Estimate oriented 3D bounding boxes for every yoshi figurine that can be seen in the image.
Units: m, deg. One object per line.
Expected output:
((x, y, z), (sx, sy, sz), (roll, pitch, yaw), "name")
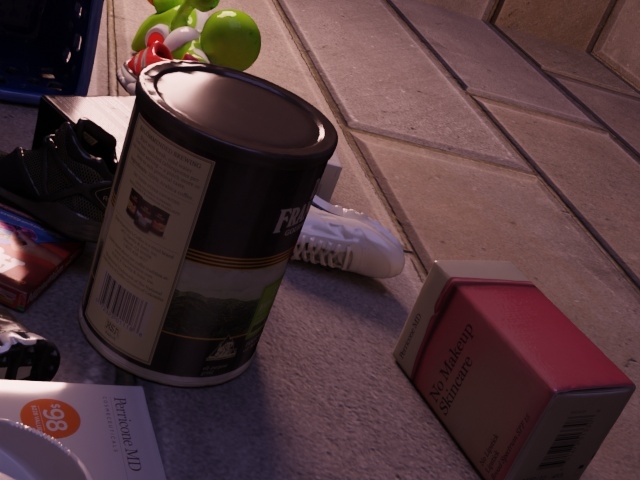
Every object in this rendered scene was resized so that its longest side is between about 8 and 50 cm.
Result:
((-0.209, -0.384, 1.637), (0.203, 0.203, 0.362), (13, 30, -31), "yoshi figurine")

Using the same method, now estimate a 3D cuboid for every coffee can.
((-0.122, -0.018, 0.923), (0.201, 0.275, 0.201), (17, 27, -9), "coffee can")

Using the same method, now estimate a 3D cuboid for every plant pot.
((-0.468, -0.354, 1.349), (0.236, 0.236, 0.212), (6, 25, -28), "plant pot")

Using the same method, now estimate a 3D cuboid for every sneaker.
((-0.224, -0.231, 1.382), (0.279, 0.118, 0.107), (47, 2, 39), "sneaker")
((0.000, 0.000, 1.213), (0.235, 0.090, 0.095), (25, 39, 14), "sneaker")
((-0.351, 0.099, 0.767), (0.234, 0.078, 0.106), (-4, 33, -47), "sneaker")
((-0.315, -0.092, 1.055), (0.227, 0.130, 0.087), (24, 4, 32), "sneaker")

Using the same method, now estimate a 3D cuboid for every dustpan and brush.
((-0.174, 0.175, 0.559), (0.211, 0.060, 0.147), (24, 26, 3), "dustpan and brush")

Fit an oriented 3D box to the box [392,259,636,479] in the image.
((0.207, 0.145, 1.004), (0.127, 0.149, 0.232), (2, 32, -32), "box")

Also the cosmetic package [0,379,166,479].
((-0.228, 0.242, 0.571), (0.284, 0.097, 0.377), (10, 29, -28), "cosmetic package")

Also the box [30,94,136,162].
((-0.230, -0.091, 1.172), (0.184, 0.103, 0.261), (-12, 41, -44), "box")

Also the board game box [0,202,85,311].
((-0.418, -0.017, 0.982), (0.281, 0.027, 0.145), (22, 28, 1), "board game box")

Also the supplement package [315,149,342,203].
((-0.044, -0.118, 1.354), (0.105, 0.105, 0.179), (13, 29, -16), "supplement package")
